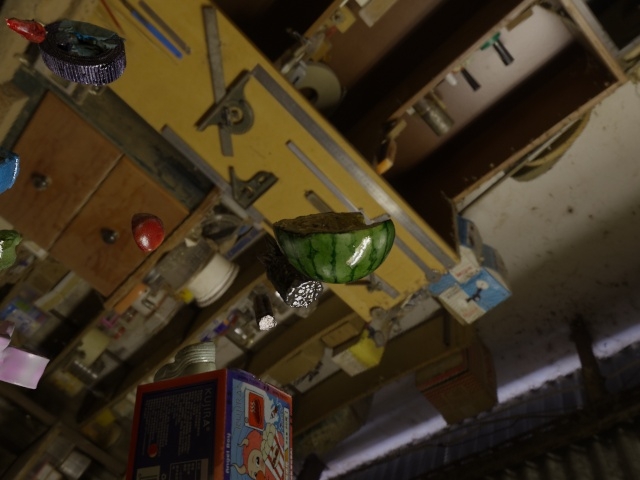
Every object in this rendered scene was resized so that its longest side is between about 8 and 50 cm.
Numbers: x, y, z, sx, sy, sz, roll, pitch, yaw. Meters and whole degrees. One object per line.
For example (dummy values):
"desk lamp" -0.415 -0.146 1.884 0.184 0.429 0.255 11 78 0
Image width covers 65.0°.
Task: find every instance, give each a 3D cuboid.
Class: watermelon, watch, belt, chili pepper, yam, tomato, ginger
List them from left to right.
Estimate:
"ginger" -1.142 0.086 1.769 0.290 0.089 0.137 -59 -171 8
"watch" -0.988 0.384 1.614 0.248 0.217 0.211 -6 -122 42
"chili pepper" -0.798 -0.579 1.384 0.059 0.050 0.268 -54 -162 5
"belt" -0.907 -0.720 1.919 0.122 0.324 0.260 107 5 -55
"tomato" -0.607 -0.035 1.798 0.091 0.139 0.159 -16 -152 3
"yam" -0.219 0.276 1.955 0.079 0.079 0.141 -42 -146 14
"watermelon" 0.039 0.024 1.332 0.330 0.190 0.331 -8 -173 1

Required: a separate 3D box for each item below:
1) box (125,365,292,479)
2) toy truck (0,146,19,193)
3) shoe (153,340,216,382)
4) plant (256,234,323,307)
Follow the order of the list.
"box" -0.234 0.509 1.131 0.256 0.319 0.349 -16 -125 17
"toy truck" -1.176 -0.272 1.583 0.161 0.384 0.162 -57 -158 26
"shoe" -0.420 0.478 1.574 0.342 0.132 0.211 -45 -128 37
"plant" -0.111 0.103 1.922 0.181 0.194 0.321 -40 -132 13
